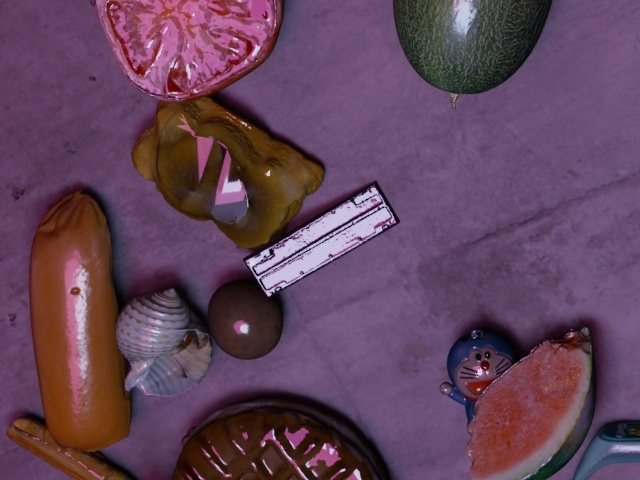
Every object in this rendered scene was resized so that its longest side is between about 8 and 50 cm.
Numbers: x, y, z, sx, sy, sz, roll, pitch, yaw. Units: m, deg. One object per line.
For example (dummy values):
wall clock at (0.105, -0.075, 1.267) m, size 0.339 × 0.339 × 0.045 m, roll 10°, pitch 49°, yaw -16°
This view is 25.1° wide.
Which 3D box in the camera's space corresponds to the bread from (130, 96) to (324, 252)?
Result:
bread at (-0.128, -0.084, 1.816) m, size 0.233 × 0.088 × 0.161 m, roll 33°, pitch 111°, yaw 3°

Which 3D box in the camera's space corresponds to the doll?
doll at (0.205, 0.174, 1.793) m, size 0.114 × 0.085 × 0.152 m, roll -10°, pitch 116°, yaw -2°

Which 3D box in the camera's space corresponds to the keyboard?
keyboard at (0.000, 0.000, 1.812) m, size 0.198 × 0.010 × 0.064 m, roll -30°, pitch 99°, yaw 9°

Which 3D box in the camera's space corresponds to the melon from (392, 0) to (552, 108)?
melon at (0.170, -0.283, 1.588) m, size 0.182 × 0.182 × 0.288 m, roll 17°, pitch 112°, yaw 13°

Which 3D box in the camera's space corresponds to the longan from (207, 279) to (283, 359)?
longan at (-0.102, 0.103, 1.872) m, size 0.119 × 0.106 × 0.106 m, roll -3°, pitch 114°, yaw 64°

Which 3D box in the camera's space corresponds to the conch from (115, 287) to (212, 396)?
conch at (-0.207, 0.130, 1.911) m, size 0.135 × 0.102 × 0.153 m, roll 16°, pitch 136°, yaw -4°

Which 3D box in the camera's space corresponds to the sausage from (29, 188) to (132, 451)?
sausage at (-0.331, 0.108, 1.941) m, size 0.134 × 0.116 × 0.354 m, roll 9°, pitch 109°, yaw 45°

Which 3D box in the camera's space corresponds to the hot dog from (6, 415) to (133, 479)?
hot dog at (-0.350, 0.310, 2.053) m, size 0.215 × 0.047 × 0.066 m, roll 28°, pitch 152°, yaw 9°

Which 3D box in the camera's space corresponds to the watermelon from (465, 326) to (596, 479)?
watermelon at (0.282, 0.234, 1.755) m, size 0.231 × 0.146 × 0.128 m, roll -40°, pitch 51°, yaw 8°

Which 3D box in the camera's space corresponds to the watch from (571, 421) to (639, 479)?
watch at (0.416, 0.318, 1.782) m, size 0.237 × 0.068 × 0.195 m, roll -3°, pitch 110°, yaw 16°

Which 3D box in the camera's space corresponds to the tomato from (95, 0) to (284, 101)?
tomato at (-0.152, -0.285, 1.744) m, size 0.236 × 0.095 × 0.237 m, roll 3°, pitch 103°, yaw 13°

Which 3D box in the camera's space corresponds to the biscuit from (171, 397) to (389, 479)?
biscuit at (-0.049, 0.369, 1.938) m, size 0.332 × 0.103 × 0.332 m, roll 6°, pitch 109°, yaw 18°
